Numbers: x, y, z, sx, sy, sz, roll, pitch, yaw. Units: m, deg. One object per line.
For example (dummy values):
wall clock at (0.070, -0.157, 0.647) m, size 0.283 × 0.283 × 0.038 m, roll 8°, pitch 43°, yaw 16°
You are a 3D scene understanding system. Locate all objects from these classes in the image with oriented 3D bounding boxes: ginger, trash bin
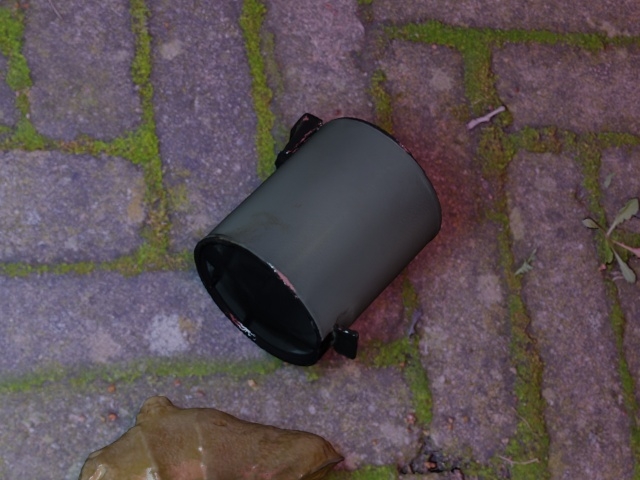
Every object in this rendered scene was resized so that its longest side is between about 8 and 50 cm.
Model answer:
ginger at (-0.134, 0.290, 1.981) m, size 0.354 × 0.126 × 0.190 m, roll 4°, pitch 62°, yaw -24°
trash bin at (0.000, 0.000, 2.071) m, size 0.277 × 0.217 × 0.262 m, roll 37°, pitch 63°, yaw 17°
